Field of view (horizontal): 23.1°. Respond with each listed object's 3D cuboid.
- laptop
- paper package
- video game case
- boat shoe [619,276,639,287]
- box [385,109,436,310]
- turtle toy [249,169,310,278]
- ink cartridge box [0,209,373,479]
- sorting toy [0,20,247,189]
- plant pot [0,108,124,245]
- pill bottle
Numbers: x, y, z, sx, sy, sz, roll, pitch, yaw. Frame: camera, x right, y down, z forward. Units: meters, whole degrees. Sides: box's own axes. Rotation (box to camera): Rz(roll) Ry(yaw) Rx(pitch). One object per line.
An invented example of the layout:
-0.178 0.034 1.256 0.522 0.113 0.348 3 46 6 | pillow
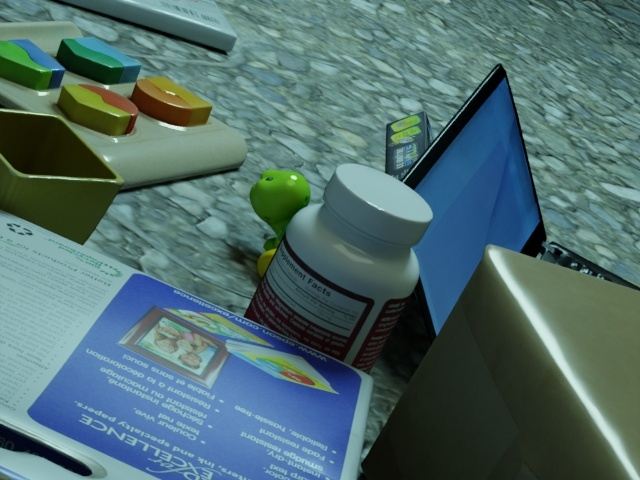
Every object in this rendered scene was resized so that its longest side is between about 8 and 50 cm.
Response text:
0.184 0.028 1.114 0.264 0.136 0.234 29 38 9 | laptop
0.216 0.181 0.836 0.309 0.168 0.325 17 23 -24 | paper package
-0.203 -0.261 1.542 0.212 0.023 0.193 13 26 -28 | video game case
0.297 0.088 1.270 0.207 0.073 0.073 13 31 -14 | boat shoe
0.085 -0.014 1.209 0.207 0.036 0.114 -83 153 -67 | box
0.000 0.000 1.129 0.130 0.066 0.095 34 23 17 | turtle toy
-0.130 0.077 0.757 0.304 0.072 0.307 25 17 -1 | ink cartridge box
-0.177 -0.118 1.230 0.208 0.038 0.193 35 23 20 | sorting toy
-0.185 -0.024 0.951 0.081 0.083 0.081 1 34 -46 | plant pot
0.007 0.034 0.945 0.086 0.152 0.086 23 22 -10 | pill bottle
